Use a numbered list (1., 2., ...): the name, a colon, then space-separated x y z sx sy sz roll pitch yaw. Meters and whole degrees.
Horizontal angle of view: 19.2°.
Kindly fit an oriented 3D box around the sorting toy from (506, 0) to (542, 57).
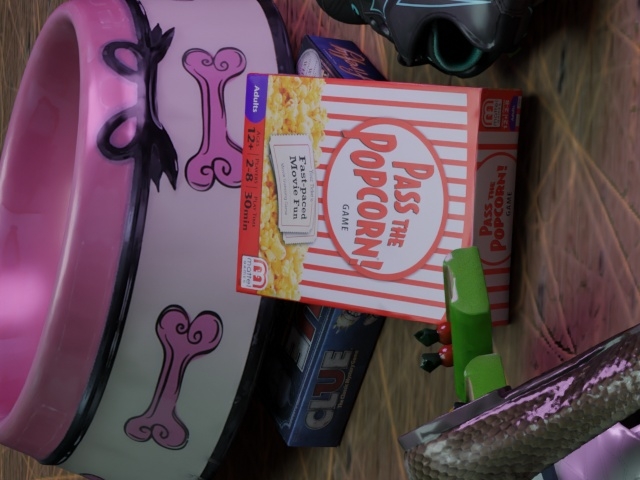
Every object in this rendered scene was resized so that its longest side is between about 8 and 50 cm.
1. sorting toy: 0.123 -0.156 1.159 0.062 0.012 0.083 -22 66 59

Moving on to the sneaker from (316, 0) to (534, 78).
1. sneaker: 0.057 -0.153 1.172 0.267 0.101 0.106 173 100 -70

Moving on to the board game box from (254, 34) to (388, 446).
1. board game box: 0.000 0.000 1.337 0.165 0.042 0.243 53 132 51

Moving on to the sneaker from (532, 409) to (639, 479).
1. sneaker: 0.171 0.157 0.949 0.095 0.090 0.235 -49 45 35

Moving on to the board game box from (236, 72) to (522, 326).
1. board game box: 0.033 -0.029 1.196 0.193 0.045 0.146 7 97 41

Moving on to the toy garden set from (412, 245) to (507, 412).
1. toy garden set: 0.086 0.161 1.050 0.204 0.049 0.244 81 -179 -57

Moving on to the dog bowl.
1. dog bowl: -0.156 -0.004 1.451 0.408 0.150 0.408 -169 90 -71

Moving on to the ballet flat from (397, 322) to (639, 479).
1. ballet flat: 0.154 0.071 0.907 0.250 0.084 0.058 -26 82 15
